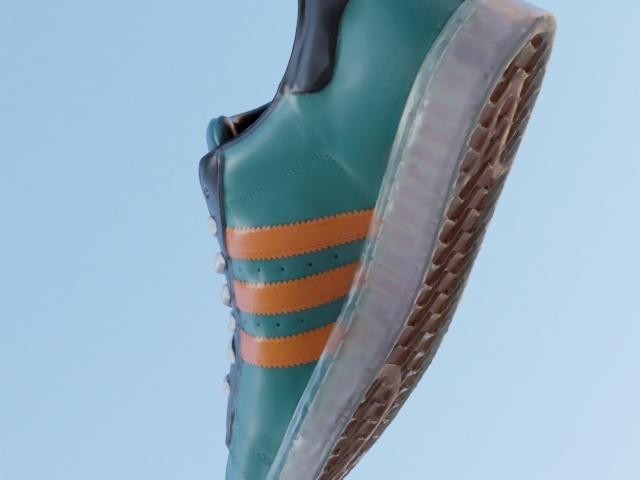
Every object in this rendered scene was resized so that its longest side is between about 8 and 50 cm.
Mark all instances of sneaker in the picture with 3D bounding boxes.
[{"bbox_3d":[0.000,0.000,0.833,0.108,0.121,0.302,-34,-30,-54],"label":"sneaker"}]
